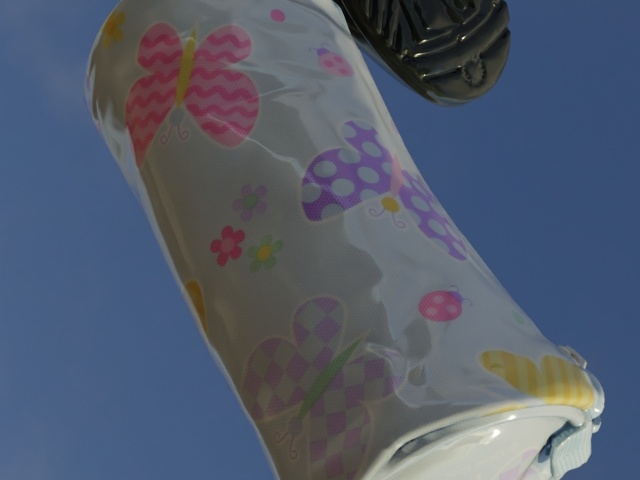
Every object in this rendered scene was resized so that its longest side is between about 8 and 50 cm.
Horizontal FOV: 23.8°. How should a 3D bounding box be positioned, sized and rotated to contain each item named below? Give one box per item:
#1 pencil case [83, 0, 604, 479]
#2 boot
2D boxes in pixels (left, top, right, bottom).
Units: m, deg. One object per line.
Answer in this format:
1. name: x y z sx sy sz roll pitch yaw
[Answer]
1. pencil case: 0.000 0.000 0.620 0.273 0.124 0.113 59 3 33
2. boot: -0.014 -0.167 0.933 0.246 0.094 0.207 51 -27 -7
